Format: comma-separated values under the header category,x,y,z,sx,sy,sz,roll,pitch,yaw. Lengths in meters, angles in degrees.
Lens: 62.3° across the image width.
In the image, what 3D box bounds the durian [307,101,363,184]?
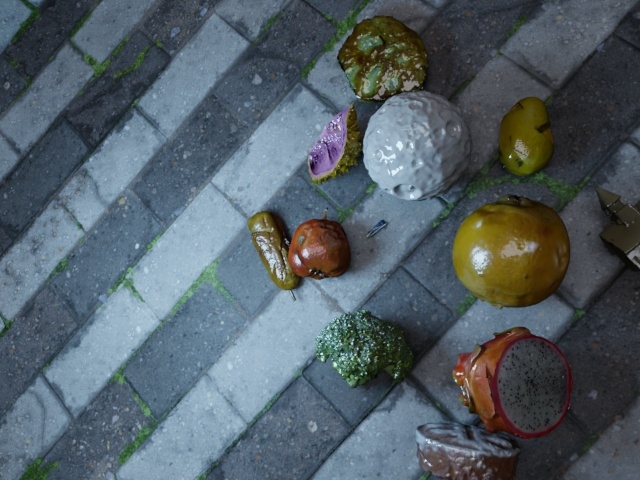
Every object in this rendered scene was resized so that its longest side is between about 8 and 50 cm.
category,x,y,z,sx,sy,sz,roll,pitch,yaw
durian,0.056,-0.280,1.744,0.112,0.341,0.191,1,66,-29

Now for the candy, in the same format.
category,x,y,z,sx,sy,sz,roll,pitch,yaw
candy,0.408,0.605,1.493,0.289,0.214,0.157,7,87,8

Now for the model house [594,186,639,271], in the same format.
category,x,y,z,sx,sy,sz,roll,pitch,yaw
model house,0.868,-0.056,1.502,0.180,0.176,0.248,-39,77,6

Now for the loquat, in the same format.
category,x,y,z,sx,sy,sz,roll,pitch,yaw
loquat,0.541,0.032,1.512,0.328,0.328,0.329,-3,79,15

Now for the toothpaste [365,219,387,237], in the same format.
category,x,y,z,sx,sy,sz,roll,pitch,yaw
toothpaste,0.186,-0.038,1.781,0.083,0.019,0.027,-41,55,1

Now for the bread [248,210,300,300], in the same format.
category,x,y,z,sx,sy,sz,roll,pitch,yaw
bread,-0.153,0.050,1.827,0.124,0.084,0.344,-27,74,10

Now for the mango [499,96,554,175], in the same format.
category,x,y,z,sx,sy,sz,roll,pitch,yaw
mango,0.639,-0.327,1.648,0.167,0.130,0.262,2,76,11

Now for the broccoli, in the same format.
category,x,y,z,sx,sy,sz,roll,pitch,yaw
broccoli,0.138,0.330,1.614,0.288,0.260,0.235,32,76,17

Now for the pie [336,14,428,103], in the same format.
category,x,y,z,sx,sy,sz,roll,pitch,yaw
pie,0.220,-0.621,1.836,0.288,0.103,0.355,-29,69,9

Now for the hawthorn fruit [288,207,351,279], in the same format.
category,x,y,z,sx,sy,sz,roll,pitch,yaw
hawthorn fruit,0.000,0.000,1.739,0.207,0.207,0.244,0,70,16

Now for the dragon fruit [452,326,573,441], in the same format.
category,x,y,z,sx,sy,sz,roll,pitch,yaw
dragon fruit,0.521,0.396,1.496,0.305,0.225,0.306,4,80,-21

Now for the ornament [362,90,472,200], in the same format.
category,x,y,z,sx,sy,sz,roll,pitch,yaw
ornament,0.294,-0.277,1.622,0.336,0.337,0.338,-3,79,15
